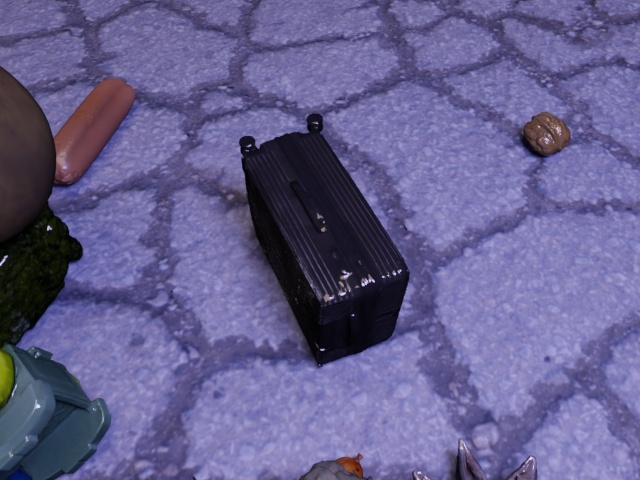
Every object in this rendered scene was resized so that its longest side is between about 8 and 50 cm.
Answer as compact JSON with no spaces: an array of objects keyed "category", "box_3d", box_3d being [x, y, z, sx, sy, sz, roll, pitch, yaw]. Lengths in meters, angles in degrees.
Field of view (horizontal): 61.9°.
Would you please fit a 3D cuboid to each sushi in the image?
[{"category":"sushi","box_3d":[-0.593,0.053,0.842,0.294,0.178,0.352,20,57,12]}]

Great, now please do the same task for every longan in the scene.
[{"category":"longan","box_3d":[-0.518,-0.119,0.691,0.318,0.319,0.319,0,55,0]}]

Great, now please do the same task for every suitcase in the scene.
[{"category":"suitcase","box_3d":[0.000,0.000,0.855,0.152,0.230,0.335,-21,58,-14]}]

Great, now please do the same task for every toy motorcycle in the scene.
[{"category":"toy motorcycle","box_3d":[-0.445,0.305,0.683,0.200,0.191,0.326,38,76,22]}]

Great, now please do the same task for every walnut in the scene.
[{"category":"walnut","box_3d":[0.468,-0.220,1.107,0.079,0.082,0.096,-35,60,10]}]

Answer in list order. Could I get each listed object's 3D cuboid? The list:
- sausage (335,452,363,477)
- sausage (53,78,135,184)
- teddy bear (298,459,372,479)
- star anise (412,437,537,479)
[{"category":"sausage","box_3d":[-0.058,0.401,0.673,0.053,0.053,0.347,38,58,22]},{"category":"sausage","box_3d":[-0.473,-0.227,1.095,0.086,0.086,0.289,14,55,9]},{"category":"teddy bear","box_3d":[0.064,0.464,0.524,0.367,0.357,0.224,38,105,-4]},{"category":"star anise","box_3d":[0.211,0.387,0.670,0.223,0.109,0.236,14,42,11]}]
